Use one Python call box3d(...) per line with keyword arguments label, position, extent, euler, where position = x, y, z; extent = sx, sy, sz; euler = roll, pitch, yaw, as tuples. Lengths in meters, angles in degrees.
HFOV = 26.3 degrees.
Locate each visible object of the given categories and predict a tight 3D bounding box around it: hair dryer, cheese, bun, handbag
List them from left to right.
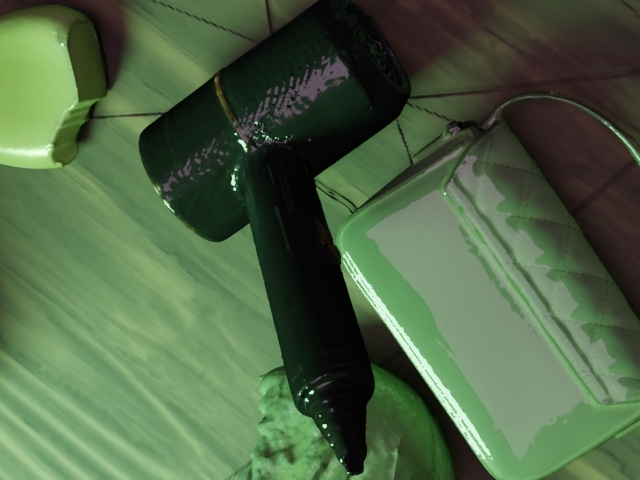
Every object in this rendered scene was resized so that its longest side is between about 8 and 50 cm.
box3d(label="cheese", position=(-0.291, -0.112, 1.104), extent=(0.255, 0.050, 0.127), euler=(-6, 100, 20))
box3d(label="bun", position=(-0.002, 0.196, 1.029), extent=(0.204, 0.126, 0.212), euler=(-5, 98, 17))
box3d(label="hair dryer", position=(0.000, 0.000, 0.913), extent=(0.189, 0.107, 0.352), euler=(-35, 47, 18))
box3d(label="handbag", position=(0.156, 0.027, 0.976), extent=(0.219, 0.079, 0.256), euler=(-35, 88, 14))
